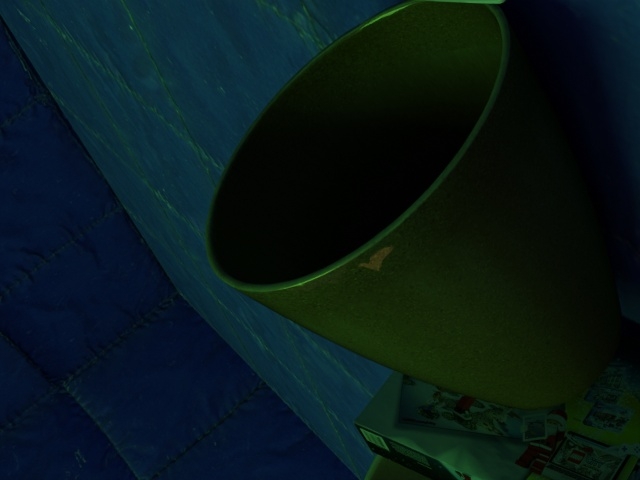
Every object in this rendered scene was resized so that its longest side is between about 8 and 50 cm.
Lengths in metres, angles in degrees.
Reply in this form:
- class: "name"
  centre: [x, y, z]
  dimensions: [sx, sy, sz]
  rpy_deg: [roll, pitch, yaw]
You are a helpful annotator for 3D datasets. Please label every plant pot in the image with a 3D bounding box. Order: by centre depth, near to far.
- class: "plant pot"
  centre: [0.094, 0.005, 0.638]
  dimensions: [0.254, 0.237, 0.237]
  rpy_deg: [42, 171, -30]

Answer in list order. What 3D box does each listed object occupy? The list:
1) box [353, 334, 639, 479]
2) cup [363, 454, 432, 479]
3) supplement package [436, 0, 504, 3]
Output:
- class: "box"
  centre: [0.161, 0.131, 0.729]
  dimensions: [0.233, 0.159, 0.044]
  rpy_deg: [15, 143, 46]
- class: "cup"
  centre: [0.219, 0.326, 0.930]
  dimensions: [0.237, 0.331, 0.331]
  rpy_deg: [28, 180, -33]
- class: "supplement package"
  centre: [0.049, -0.209, 0.407]
  dimensions: [0.105, 0.105, 0.179]
  rpy_deg: [26, 153, 58]
